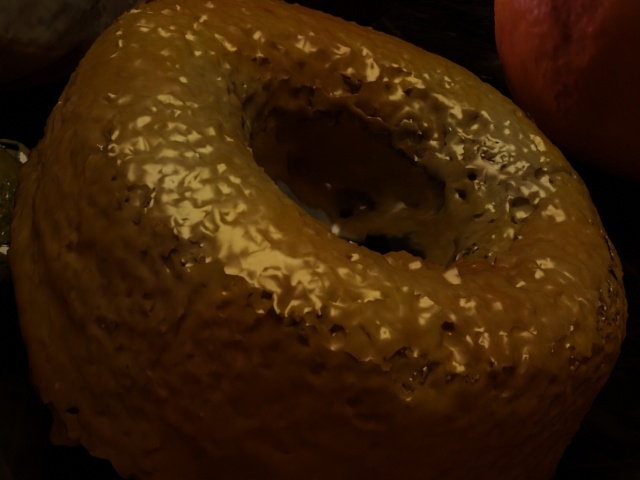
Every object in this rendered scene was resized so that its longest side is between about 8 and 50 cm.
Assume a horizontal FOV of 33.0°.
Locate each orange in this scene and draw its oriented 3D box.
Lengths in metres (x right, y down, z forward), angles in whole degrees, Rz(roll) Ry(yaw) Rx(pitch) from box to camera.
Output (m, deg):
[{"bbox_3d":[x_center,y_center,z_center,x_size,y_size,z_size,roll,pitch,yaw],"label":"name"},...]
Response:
[{"bbox_3d":[0.245,-0.159,0.716,0.261,0.261,0.261,8,25,-4],"label":"orange"}]

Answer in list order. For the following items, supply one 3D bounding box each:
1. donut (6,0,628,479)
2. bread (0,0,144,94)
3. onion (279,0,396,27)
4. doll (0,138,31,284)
[{"bbox_3d":[0.000,0.002,0.421,0.253,0.118,0.253,16,34,-11],"label":"donut"},{"bbox_3d":[-0.244,-0.201,0.663,0.250,0.225,0.279,12,17,17],"label":"bread"},{"bbox_3d":[-0.073,-0.236,0.921,0.280,0.146,0.314,-13,40,-14],"label":"onion"},{"bbox_3d":[-0.221,-0.019,0.452,0.209,0.097,0.137,-2,33,-12],"label":"doll"}]
